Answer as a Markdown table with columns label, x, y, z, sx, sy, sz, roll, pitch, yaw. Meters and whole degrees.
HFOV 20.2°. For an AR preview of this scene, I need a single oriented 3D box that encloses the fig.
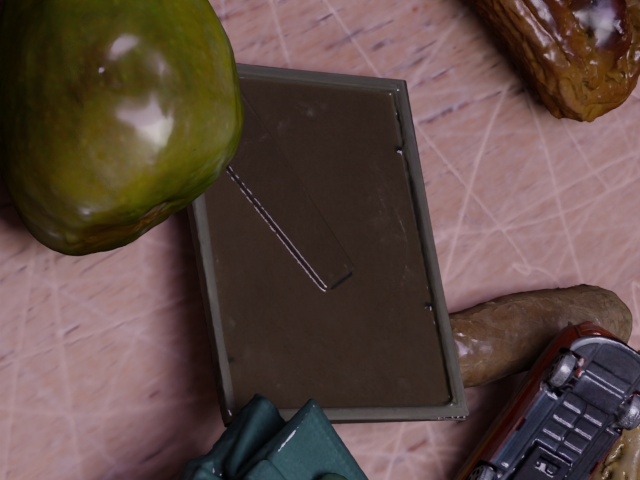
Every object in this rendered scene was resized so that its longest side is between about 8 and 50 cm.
| label | x | y | z | sx | sy | sz | roll | pitch | yaw |
| --- | --- | --- | --- | --- | --- | --- | --- | --- | --- |
| fig | -0.125 | -0.106 | 1.117 | 0.167 | 0.167 | 0.234 | 19 | 67 | -29 |

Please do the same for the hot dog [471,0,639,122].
| label | x | y | z | sx | sy | sz | roll | pitch | yaw |
| --- | --- | --- | --- | --- | --- | --- | --- | --- | --- |
| hot dog | 0.174 | -0.200 | 1.358 | 0.227 | 0.099 | 0.160 | 46 | 62 | -16 |

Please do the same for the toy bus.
| label | x | y | z | sx | sy | sz | roll | pitch | yaw |
| --- | --- | --- | --- | --- | --- | --- | --- | --- | --- |
| toy bus | 0.163 | 0.136 | 1.274 | 0.079 | 0.077 | 0.174 | 31 | 102 | -10 |

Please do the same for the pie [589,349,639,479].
| label | x | y | z | sx | sy | sz | roll | pitch | yaw |
| --- | --- | --- | --- | --- | --- | --- | --- | --- | --- |
| pie | 0.201 | 0.212 | 1.305 | 0.068 | 0.128 | 0.282 | 17 | 70 | 7 |

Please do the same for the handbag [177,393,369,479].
| label | x | y | z | sx | sy | sz | roll | pitch | yaw |
| --- | --- | --- | --- | --- | --- | --- | --- | --- | --- |
| handbag | -0.027 | 0.277 | 1.114 | 0.269 | 0.100 | 0.274 | -52 | 132 | -27 |

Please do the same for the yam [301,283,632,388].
| label | x | y | z | sx | sy | sz | roll | pitch | yaw |
| --- | --- | --- | --- | --- | --- | --- | --- | --- | --- |
| yam | 0.092 | 0.076 | 1.286 | 0.299 | 0.066 | 0.066 | -8 | 88 | -33 |

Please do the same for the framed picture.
| label | x | y | z | sx | sy | sz | roll | pitch | yaw |
| --- | --- | --- | --- | --- | --- | --- | --- | --- | --- |
| framed picture | 0.000 | 0.000 | 1.217 | 0.189 | 0.023 | 0.260 | 1 | 67 | -29 |
